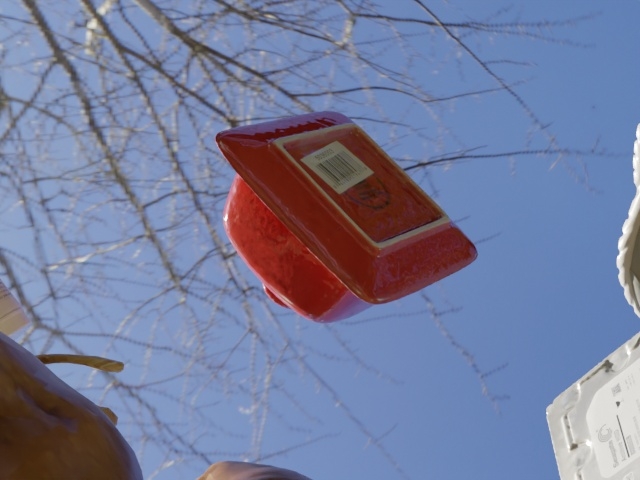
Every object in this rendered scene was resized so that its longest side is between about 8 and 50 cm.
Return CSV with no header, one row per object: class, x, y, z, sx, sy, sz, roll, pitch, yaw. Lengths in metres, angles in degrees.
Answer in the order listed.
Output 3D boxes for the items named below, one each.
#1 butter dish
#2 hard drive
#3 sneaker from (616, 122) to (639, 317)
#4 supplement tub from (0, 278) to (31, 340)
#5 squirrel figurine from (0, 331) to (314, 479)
butter dish,0.000,0.000,0.757,0.160,0.160,0.118,47,-57,15
hard drive,0.419,0.193,1.290,0.064,0.237,0.339,33,-60,-20
sneaker,0.382,-0.016,1.128,0.115,0.105,0.281,27,-45,43
supplement tub,-0.241,0.030,0.687,0.071,0.071,0.107,-37,-90,15
squirrel figurine,-0.057,0.162,0.329,0.370,0.397,0.281,44,-87,-6
